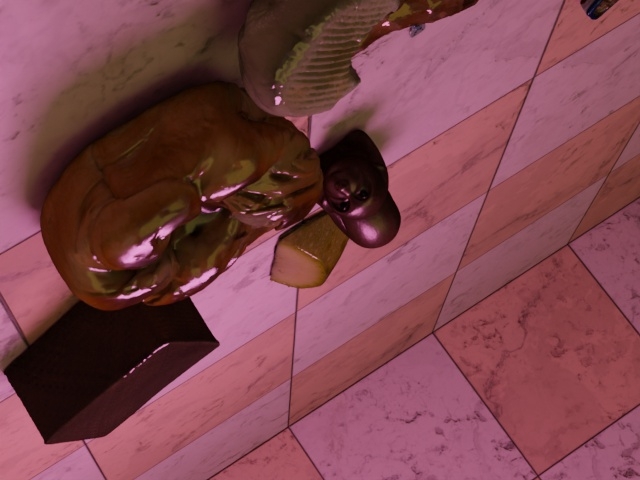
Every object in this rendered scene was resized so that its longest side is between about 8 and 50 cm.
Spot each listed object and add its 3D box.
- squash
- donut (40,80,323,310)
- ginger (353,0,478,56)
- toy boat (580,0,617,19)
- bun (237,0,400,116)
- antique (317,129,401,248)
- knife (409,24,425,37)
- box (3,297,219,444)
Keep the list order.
[{"bbox_3d":[0.011,0.021,2.267,0.184,0.085,0.192,-29,164,-18],"label":"squash"},{"bbox_3d":[-0.167,-0.049,1.592,0.360,0.170,0.360,-31,164,-10],"label":"donut"},{"bbox_3d":[0.087,-0.283,1.620,0.294,0.086,0.131,-32,174,15],"label":"ginger"},{"bbox_3d":[0.514,-0.446,2.057,0.229,0.046,0.080,-43,161,22],"label":"toy boat"},{"bbox_3d":[-0.012,-0.242,1.438,0.212,0.126,0.204,-47,161,11],"label":"bun"},{"bbox_3d":[0.058,-0.070,2.025,0.121,0.143,0.257,-33,161,-4],"label":"antique"},{"bbox_3d":[0.132,-0.304,1.755,0.027,0.010,0.096,-35,163,-3],"label":"knife"},{"bbox_3d":[-0.315,0.176,1.952,0.273,0.143,0.184,-40,163,17],"label":"box"}]
